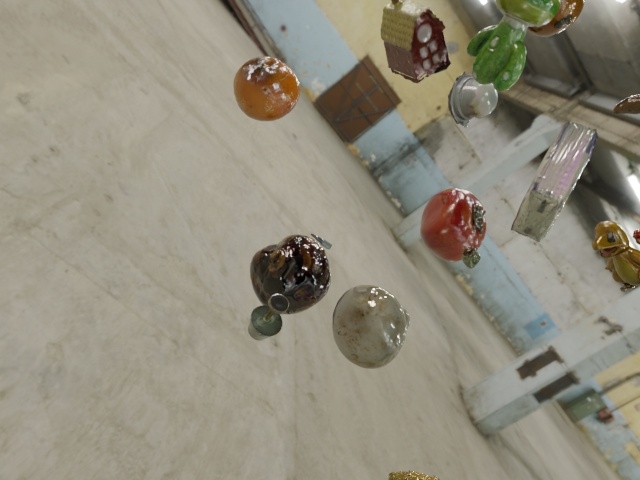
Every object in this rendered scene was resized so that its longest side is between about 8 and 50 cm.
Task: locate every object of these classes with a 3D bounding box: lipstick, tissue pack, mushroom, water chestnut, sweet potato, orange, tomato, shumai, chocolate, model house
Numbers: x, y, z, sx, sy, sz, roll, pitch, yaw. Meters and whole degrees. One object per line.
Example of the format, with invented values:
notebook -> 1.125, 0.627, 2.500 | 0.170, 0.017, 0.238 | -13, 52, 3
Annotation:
lipstick -> 0.000, 0.000, 1.991 | 0.107, 0.025, 0.025 | 36, -17, -26
tissue pack -> 0.764, -0.189, 1.578 | 0.125, 0.344, 0.242 | 29, -24, 19
mushroom -> 0.163, 0.248, 1.395 | 0.243, 0.243, 0.243 | 49, 15, -17
water chestnut -> -0.096, 0.141, 1.865 | 0.346, 0.335, 0.335 | 21, 33, -46
sweet potato -> 0.896, -0.375, 1.299 | 0.054, 0.053, 0.182 | 19, -7, -31
orange -> 0.768, -0.784, 1.594 | 0.206, 0.206, 0.206 | 49, 15, -17
tomato -> 0.612, -0.071, 2.216 | 0.293, 0.289, 0.325 | 32, 57, -31
shumai -> 0.565, 0.059, 1.840 | 0.080, 0.083, 0.082 | 22, -8, -33
chocolate -> 0.622, -0.555, 1.908 | 0.221, 0.221, 0.147 | 41, -5, -40
model house -> 0.314, -0.698, 1.638 | 0.196, 0.160, 0.254 | 50, -7, 48
orange -> -0.176, -0.499, 1.567 | 0.224, 0.224, 0.170 | 62, -5, 31

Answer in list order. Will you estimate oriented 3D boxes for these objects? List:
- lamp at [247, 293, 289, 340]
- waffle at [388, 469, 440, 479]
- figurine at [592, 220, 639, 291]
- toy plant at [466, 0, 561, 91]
lamp -> -0.182, 0.272, 1.681 | 0.121, 0.215, 0.121 | 18, 47, -21
waffle -> 0.281, 0.634, 1.221 | 0.160, 0.046, 0.192 | 14, -10, -22
figurine -> 0.666, 0.018, 1.035 | 0.176, 0.122, 0.121 | 44, -11, -10
toy plant -> 0.575, -0.637, 1.486 | 0.184, 0.316, 0.224 | -1, 38, -40
